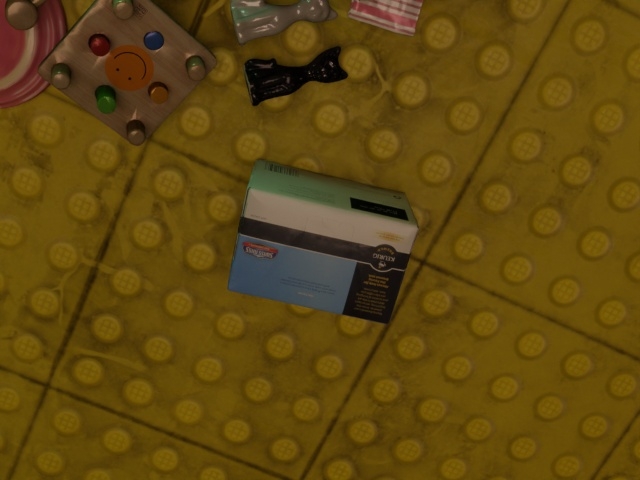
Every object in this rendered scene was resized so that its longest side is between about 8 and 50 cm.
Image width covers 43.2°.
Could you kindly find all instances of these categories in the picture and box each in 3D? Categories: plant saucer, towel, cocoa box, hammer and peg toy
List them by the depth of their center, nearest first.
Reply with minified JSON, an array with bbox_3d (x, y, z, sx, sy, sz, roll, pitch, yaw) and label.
[{"bbox_3d":[-0.406,-0.375,1.555,0.266,0.127,0.361,-43,123,13],"label":"hammer and peg toy"},{"bbox_3d":[-0.679,-0.423,1.607,0.332,0.084,0.332,-1,110,-1],"label":"plant saucer"},{"bbox_3d":[0.147,-0.520,1.610,0.144,0.029,0.197,15,109,-5],"label":"towel"},{"bbox_3d":[0.000,0.000,1.691,0.346,0.231,0.228,12,110,-5],"label":"cocoa box"}]

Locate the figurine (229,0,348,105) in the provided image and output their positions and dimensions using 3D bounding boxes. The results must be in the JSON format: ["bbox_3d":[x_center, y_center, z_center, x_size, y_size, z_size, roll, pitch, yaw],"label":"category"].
[{"bbox_3d":[-0.058,-0.394,1.612,0.209,0.092,0.215,-14,126,-4],"label":"figurine"}]
